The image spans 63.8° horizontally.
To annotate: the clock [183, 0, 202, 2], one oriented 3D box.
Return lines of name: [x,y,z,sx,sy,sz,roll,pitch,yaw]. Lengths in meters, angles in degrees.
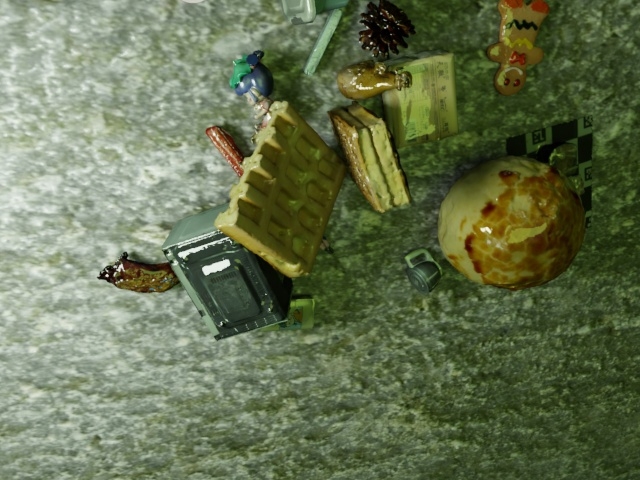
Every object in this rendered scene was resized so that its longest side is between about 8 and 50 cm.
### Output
clock: [-0.240,-0.662,1.072,0.291,0.080,0.275,-21,116,-5]

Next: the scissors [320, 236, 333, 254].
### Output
scissors: [0.000,0.000,1.439,0.039,0.012,0.113,-42,116,4]

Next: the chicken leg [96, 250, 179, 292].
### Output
chicken leg: [-0.449,0.087,1.326,0.234,0.063,0.105,9,113,-20]

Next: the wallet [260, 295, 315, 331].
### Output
wallet: [-0.095,0.213,1.484,0.155,0.039,0.110,-1,113,-16]

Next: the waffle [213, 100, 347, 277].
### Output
waffle: [-0.070,-0.113,1.212,0.304,0.078,0.348,37,66,-47]

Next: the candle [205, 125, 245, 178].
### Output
candle: [-0.175,-0.157,1.308,0.051,0.048,0.329,-32,116,8]

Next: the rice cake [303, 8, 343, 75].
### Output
rice cake: [0.005,-0.478,1.238,0.029,0.033,0.170,23,104,-18]

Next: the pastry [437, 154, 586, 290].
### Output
pastry: [0.517,-0.035,1.384,0.389,0.312,0.388,0,122,1]

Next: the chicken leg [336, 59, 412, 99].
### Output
chicken leg: [0.133,-0.385,1.231,0.101,0.208,0.085,-38,125,-36]

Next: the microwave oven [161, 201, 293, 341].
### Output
microwave oven: [-0.223,0.076,1.290,0.238,0.181,0.295,-17,116,12]

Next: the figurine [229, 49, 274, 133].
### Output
figurine: [-0.144,-0.348,1.221,0.102,0.111,0.195,-26,123,8]

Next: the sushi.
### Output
sushi: [0.717,-0.151,1.526,0.297,0.100,0.372,-16,115,-9]

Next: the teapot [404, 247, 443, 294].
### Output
teapot: [0.312,0.088,1.521,0.091,0.092,0.124,-34,124,-18]

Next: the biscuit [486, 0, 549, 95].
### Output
biscuit: [0.525,-0.512,1.366,0.166,0.036,0.249,1,111,-15]

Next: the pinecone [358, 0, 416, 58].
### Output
pinecone: [0.150,-0.498,1.219,0.140,0.140,0.120,21,132,-22]

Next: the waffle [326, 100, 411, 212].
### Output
waffle: [0.109,-0.206,1.224,0.091,0.308,0.212,-23,115,-1]

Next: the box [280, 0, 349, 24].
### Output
box: [-0.030,-0.597,1.116,0.130,0.162,0.226,-20,116,-19]

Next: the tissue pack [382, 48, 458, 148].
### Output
tissue pack: [0.255,-0.364,1.321,0.186,0.090,0.222,-15,113,-6]
